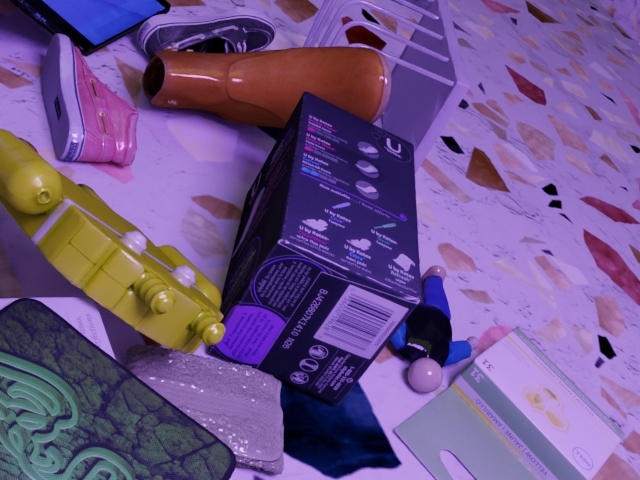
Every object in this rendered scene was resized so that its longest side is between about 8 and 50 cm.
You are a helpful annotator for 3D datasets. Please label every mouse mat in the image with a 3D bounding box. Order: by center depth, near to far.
[{"bbox_3d":[-0.155,0.124,0.519,0.190,0.007,0.152,36,35,2],"label":"mouse mat"}]

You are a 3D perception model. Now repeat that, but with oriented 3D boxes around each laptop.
[{"bbox_3d":[-0.341,-0.350,1.028,0.234,0.136,0.264,40,-1,10],"label":"laptop"}]

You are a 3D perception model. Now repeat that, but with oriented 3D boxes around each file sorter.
[{"bbox_3d":[0.073,-0.238,1.199,0.173,0.192,0.277,20,37,-15],"label":"file sorter"}]

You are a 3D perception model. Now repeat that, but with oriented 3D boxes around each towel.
[{"bbox_3d":[-0.098,0.143,0.734,0.148,0.027,0.110,17,37,-23],"label":"towel"}]

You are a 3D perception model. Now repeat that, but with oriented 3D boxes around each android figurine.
[{"bbox_3d":[-0.177,0.003,0.708,0.273,0.056,0.248,35,-5,43],"label":"android figurine"}]

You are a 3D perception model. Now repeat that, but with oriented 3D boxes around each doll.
[{"bbox_3d":[0.120,0.095,0.956,0.129,0.046,0.189,25,35,-12],"label":"doll"}]

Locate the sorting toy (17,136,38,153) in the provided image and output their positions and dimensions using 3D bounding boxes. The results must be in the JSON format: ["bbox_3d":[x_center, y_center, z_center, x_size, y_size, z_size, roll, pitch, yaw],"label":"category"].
[{"bbox_3d":[-0.385,-0.073,0.746,0.132,0.046,0.274,40,35,8],"label":"sorting toy"}]

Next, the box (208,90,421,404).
[{"bbox_3d":[0.000,0.000,0.866,0.143,0.165,0.270,24,36,-14],"label":"box"}]

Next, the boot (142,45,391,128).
[{"bbox_3d":[-0.077,-0.177,0.983,0.211,0.104,0.295,2,3,-32],"label":"boot"}]

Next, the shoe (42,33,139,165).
[{"bbox_3d":[-0.255,-0.153,0.940,0.081,0.063,0.178,8,48,-35],"label":"shoe"}]

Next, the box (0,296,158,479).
[{"bbox_3d":[-0.225,0.141,0.552,0.182,0.119,0.181,2,46,-38],"label":"box"}]

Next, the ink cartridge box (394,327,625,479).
[{"bbox_3d":[0.206,0.201,0.893,0.171,0.056,0.235,47,34,17],"label":"ink cartridge box"}]

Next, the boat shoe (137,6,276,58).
[{"bbox_3d":[-0.141,-0.265,1.160,0.219,0.077,0.070,-17,58,-40],"label":"boat shoe"}]
